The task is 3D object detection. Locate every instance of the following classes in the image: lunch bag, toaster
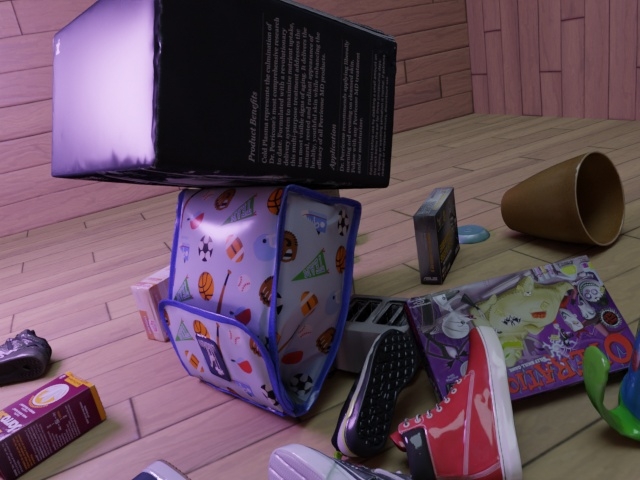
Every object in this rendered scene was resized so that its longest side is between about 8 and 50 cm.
[{"bbox_3d":[-0.127,0.099,0.998,0.328,0.385,0.239,5,-2,44],"label":"lunch bag"},{"bbox_3d":[0.113,0.183,1.031,0.168,0.110,0.186,1,23,31],"label":"toaster"}]

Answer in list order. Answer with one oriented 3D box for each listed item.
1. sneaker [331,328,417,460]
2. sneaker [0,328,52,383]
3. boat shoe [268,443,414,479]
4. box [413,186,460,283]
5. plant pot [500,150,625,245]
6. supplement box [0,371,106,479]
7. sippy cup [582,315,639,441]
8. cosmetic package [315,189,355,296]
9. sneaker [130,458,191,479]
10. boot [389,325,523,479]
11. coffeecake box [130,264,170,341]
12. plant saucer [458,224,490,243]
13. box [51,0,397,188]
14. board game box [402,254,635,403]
[{"bbox_3d":[0.075,0.240,0.861,0.097,0.084,0.234,-40,11,50],"label":"sneaker"},{"bbox_3d":[-0.738,0.273,1.249,0.228,0.087,0.130,-9,18,-5],"label":"sneaker"},{"bbox_3d":[0.076,0.339,0.648,0.335,0.121,0.119,16,17,42],"label":"boat shoe"},{"bbox_3d":[0.303,-0.018,1.385,0.056,0.183,0.231,0,21,26],"label":"box"},{"bbox_3d":[0.619,-0.096,1.428,0.237,0.237,0.254,-25,11,-35],"label":"plant pot"},{"bbox_3d":[-0.507,0.330,0.975,0.104,0.080,0.188,7,26,39],"label":"supplement box"},{"bbox_3d":[0.537,0.155,0.730,0.306,0.224,0.240,-23,23,-31],"label":"sippy cup"},{"bbox_3d":[0.000,0.000,1.319,0.129,0.296,0.153,-9,18,4],"label":"cosmetic package"},{"bbox_3d":[-0.195,0.376,0.662,0.282,0.099,0.153,1,16,46],"label":"sneaker"},{"bbox_3d":[0.189,0.236,0.794,0.176,0.088,0.244,-7,45,16],"label":"boot"},{"bbox_3d":[-0.359,0.140,1.336,0.068,0.142,0.185,2,23,33],"label":"coffeecake box"},{"bbox_3d":[0.432,-0.021,1.569,0.119,0.021,0.119,-10,19,3],"label":"plant saucer"},{"bbox_3d":[-0.191,-0.248,1.017,0.472,0.297,0.480,2,2,-41],"label":"box"},{"bbox_3d":[0.337,0.157,0.911,0.347,0.056,0.208,-13,65,-8],"label":"board game box"}]
